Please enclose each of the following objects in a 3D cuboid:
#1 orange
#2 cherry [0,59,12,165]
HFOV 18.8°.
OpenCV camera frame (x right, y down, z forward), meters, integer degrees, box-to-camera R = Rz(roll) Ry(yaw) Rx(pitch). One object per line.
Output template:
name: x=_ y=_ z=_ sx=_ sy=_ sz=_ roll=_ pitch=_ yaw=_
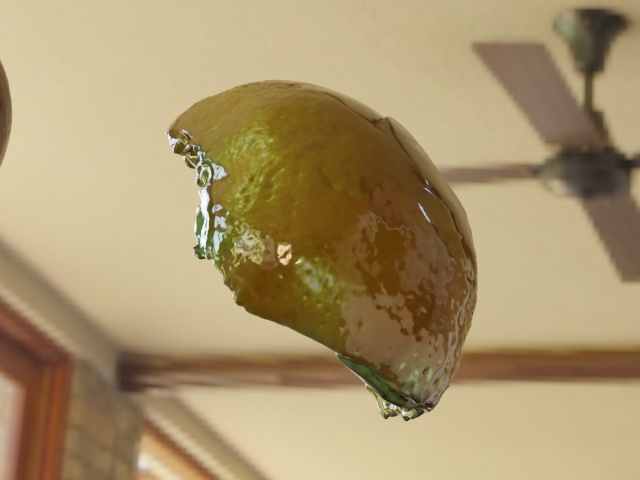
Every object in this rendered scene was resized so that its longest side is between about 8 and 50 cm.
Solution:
orange: x=0.006 y=-0.008 z=1.558 sx=0.262 sy=0.334 sz=0.196 roll=30 pitch=-65 yaw=-27
cherry: x=-0.374 y=-0.115 z=1.601 sx=0.213 sy=0.236 sz=0.285 roll=-15 pitch=-37 yaw=-36
